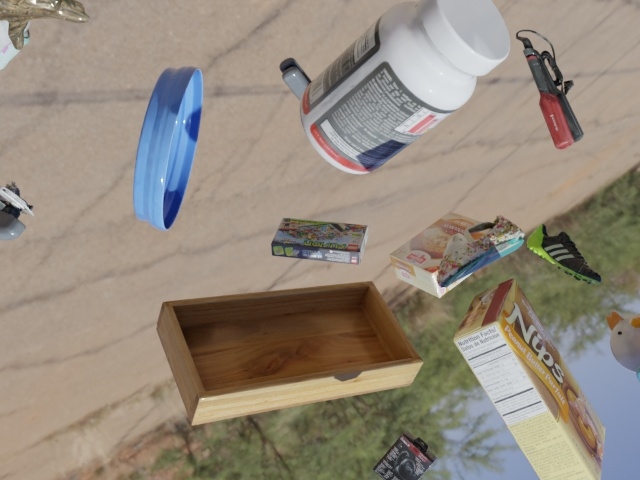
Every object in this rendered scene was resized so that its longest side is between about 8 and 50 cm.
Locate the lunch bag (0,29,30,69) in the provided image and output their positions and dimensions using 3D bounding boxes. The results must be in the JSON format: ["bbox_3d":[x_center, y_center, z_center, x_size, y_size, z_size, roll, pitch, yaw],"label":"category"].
[{"bbox_3d":[-0.671,-0.455,1.415,0.107,0.224,0.279,-38,145,12],"label":"lunch bag"}]

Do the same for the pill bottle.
[{"bbox_3d":[0.143,-0.287,1.393,0.210,0.210,0.363,-24,172,-45],"label":"pill bottle"}]

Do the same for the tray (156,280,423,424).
[{"bbox_3d":[-0.050,0.180,1.335,0.410,0.203,0.076,-4,134,-29],"label":"tray"}]

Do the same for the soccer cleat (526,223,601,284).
[{"bbox_3d":[0.509,0.027,1.621,0.060,0.179,0.072,23,101,-54],"label":"soccer cleat"}]

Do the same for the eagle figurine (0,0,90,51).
[{"bbox_3d":[-0.306,-0.340,0.743,0.225,0.299,0.226,-14,165,1],"label":"eagle figurine"}]

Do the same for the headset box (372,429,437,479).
[{"bbox_3d":[0.129,0.332,1.180,0.083,0.062,0.032,-53,162,12],"label":"headset box"}]

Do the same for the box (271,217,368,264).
[{"bbox_3d":[0.000,0.000,1.814,0.114,0.206,0.036,-70,161,-53],"label":"box"}]

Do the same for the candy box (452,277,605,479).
[{"bbox_3d":[0.351,0.240,1.293,0.087,0.317,0.183,-30,-175,28],"label":"candy box"}]

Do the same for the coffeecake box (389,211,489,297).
[{"bbox_3d":[0.265,0.026,1.668,0.185,0.068,0.142,-34,-148,-22],"label":"coffeecake box"}]

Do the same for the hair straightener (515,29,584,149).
[{"bbox_3d":[0.421,-0.283,1.437,0.089,0.231,0.047,-25,178,-40],"label":"hair straightener"}]

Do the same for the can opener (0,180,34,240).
[{"bbox_3d":[-0.589,-0.068,1.366,0.093,0.280,0.074,-55,131,-20],"label":"can opener"}]

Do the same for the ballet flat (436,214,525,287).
[{"bbox_3d":[0.273,0.016,1.410,0.240,0.077,0.091,-22,158,-41],"label":"ballet flat"}]

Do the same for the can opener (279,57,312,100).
[{"bbox_3d":[0.005,-0.364,1.993,0.095,0.076,0.283,-28,139,15],"label":"can opener"}]

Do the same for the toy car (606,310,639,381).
[{"bbox_3d":[0.614,0.188,1.447,0.219,0.238,0.210,-39,129,-16],"label":"toy car"}]

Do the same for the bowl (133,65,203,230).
[{"bbox_3d":[-0.358,-0.220,1.850,0.391,0.077,0.392,-168,-90,-87],"label":"bowl"}]
